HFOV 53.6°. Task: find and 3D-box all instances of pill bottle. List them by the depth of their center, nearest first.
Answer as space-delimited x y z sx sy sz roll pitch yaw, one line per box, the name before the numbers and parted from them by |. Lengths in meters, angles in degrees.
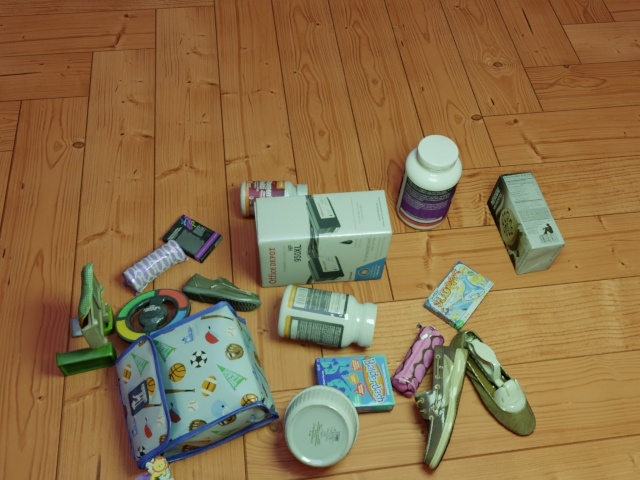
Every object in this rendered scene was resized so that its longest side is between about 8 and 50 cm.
pill bottle | 0.021 0.230 1.880 0.278 0.162 0.162 10 57 3
pill bottle | 0.354 -0.189 2.067 0.181 0.323 0.182 1 58 -2
pill bottle | -0.155 -0.140 2.131 0.221 0.121 0.121 -1 57 -3

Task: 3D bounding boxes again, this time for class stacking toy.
stacking toy | -0.479 0.625 1.597 0.221 0.167 0.052 -24 66 -16

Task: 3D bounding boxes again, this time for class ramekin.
ramekin | -0.001 0.498 1.681 0.207 0.109 0.207 0 90 5

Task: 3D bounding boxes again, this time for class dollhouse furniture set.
dollhouse furniture set | -0.676 0.223 1.765 0.151 0.302 0.198 -9 61 -12

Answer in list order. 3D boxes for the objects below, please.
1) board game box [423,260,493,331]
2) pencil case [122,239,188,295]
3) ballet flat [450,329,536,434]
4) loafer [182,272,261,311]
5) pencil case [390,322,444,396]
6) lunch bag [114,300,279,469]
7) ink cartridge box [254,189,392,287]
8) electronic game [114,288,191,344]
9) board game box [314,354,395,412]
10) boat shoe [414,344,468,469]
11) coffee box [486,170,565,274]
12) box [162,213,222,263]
board game box | 0.439 0.173 2.009 0.136 0.035 0.201 34 62 18
pencil case | -0.523 0.083 1.995 0.206 0.086 0.088 -38 99 -21
ballet flat | 0.501 0.394 1.819 0.116 0.124 0.342 -23 62 -17
loafer | -0.299 0.151 1.953 0.251 0.094 0.088 13 62 5
pencil case | 0.282 0.349 1.853 0.095 0.098 0.209 27 61 14
lunch bag | -0.357 0.397 1.720 0.385 0.239 0.328 -23 61 1
ink cartridge box | 0.000 0.000 1.951 0.394 0.285 0.166 -4 58 -5
electronic game | -0.498 0.223 1.885 0.229 0.048 0.229 -8 36 6
board game box | 0.095 0.412 1.816 0.210 0.047 0.160 -2 52 -10
boat shoe | 0.321 0.455 1.764 0.123 0.123 0.342 12 72 16
coffee box | 0.671 -0.061 2.093 0.118 0.168 0.297 -8 57 -8
box | -0.422 -0.007 2.088 0.162 0.029 0.116 29 60 13
